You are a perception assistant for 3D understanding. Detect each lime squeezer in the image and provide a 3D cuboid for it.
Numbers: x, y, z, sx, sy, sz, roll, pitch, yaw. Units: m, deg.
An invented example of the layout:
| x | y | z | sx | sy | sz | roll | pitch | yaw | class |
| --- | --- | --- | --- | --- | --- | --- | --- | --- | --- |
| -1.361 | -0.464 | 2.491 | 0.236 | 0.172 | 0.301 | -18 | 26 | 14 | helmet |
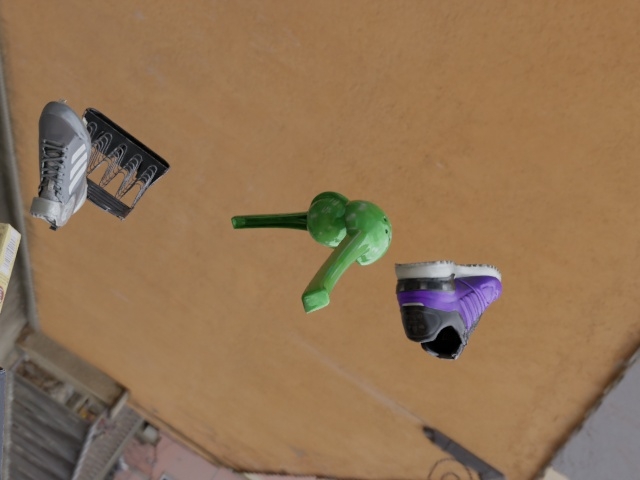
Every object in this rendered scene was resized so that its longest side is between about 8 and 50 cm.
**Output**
| x | y | z | sx | sy | sz | roll | pitch | yaw | class |
| --- | --- | --- | --- | --- | --- | --- | --- | --- | --- |
| 0.000 | 0.000 | 0.637 | 0.110 | 0.059 | 0.310 | -34 | -160 | -7 | lime squeezer |

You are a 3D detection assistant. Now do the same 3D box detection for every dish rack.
| x | y | z | sx | sy | sz | roll | pitch | yaw | class |
| --- | --- | --- | --- | --- | --- | --- | --- | --- | --- |
| -0.423 | -0.150 | 1.415 | 0.074 | 0.208 | 0.271 | -50 | -167 | 18 | dish rack |

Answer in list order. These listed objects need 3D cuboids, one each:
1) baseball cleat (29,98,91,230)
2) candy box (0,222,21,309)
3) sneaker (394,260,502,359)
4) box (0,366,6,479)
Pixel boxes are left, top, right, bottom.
| x | y | z | sx | sy | sz | roll | pitch | yaw | class |
| --- | --- | --- | --- | --- | --- | --- | --- | --- | --- |
| -0.369 | -0.094 | 1.011 | 0.206 | 0.072 | 0.110 | 101 | 3 | -48 | baseball cleat |
| -0.736 | 0.110 | 1.421 | 0.087 | 0.182 | 0.317 | 104 | -6 | -72 | candy box |
| 0.199 | 0.110 | 1.106 | 0.293 | 0.102 | 0.146 | 8 | 77 | -54 | sneaker |
| -0.635 | 0.312 | 1.066 | 0.178 | 0.312 | 0.344 | -8 | 111 | -50 | box |
